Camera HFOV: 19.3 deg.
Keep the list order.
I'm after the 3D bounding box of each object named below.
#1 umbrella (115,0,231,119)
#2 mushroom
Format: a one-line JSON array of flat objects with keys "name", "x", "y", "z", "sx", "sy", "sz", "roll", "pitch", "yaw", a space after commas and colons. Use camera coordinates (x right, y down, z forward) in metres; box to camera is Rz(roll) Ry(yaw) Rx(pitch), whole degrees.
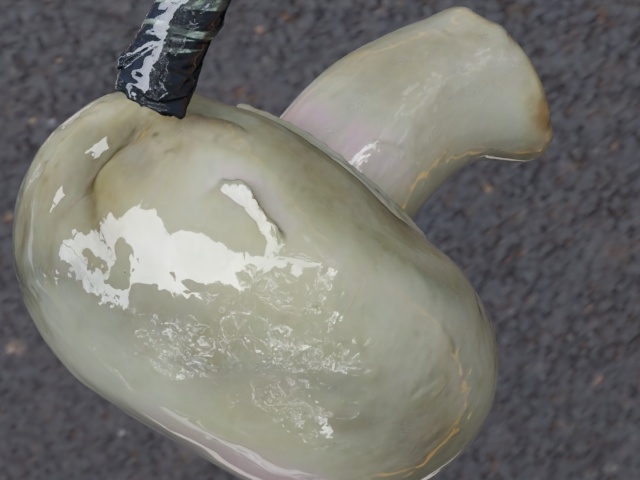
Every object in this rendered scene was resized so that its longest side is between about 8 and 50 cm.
[{"name": "umbrella", "x": -0.055, "y": -0.156, "z": 1.003, "sx": 0.046, "sy": 0.050, "sz": 0.188, "roll": 25, "pitch": 98, "yaw": -1}, {"name": "mushroom", "x": -0.017, "y": 0.032, "z": 1.168, "sx": 0.315, "sy": 0.356, "sz": 0.315, "roll": 8, "pitch": 102, "yaw": 44}]
